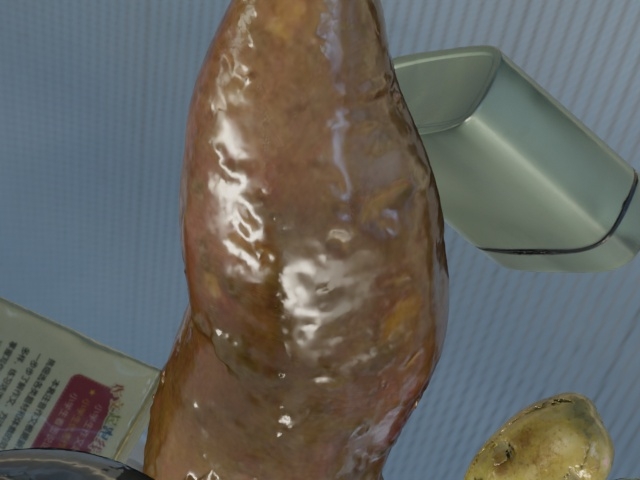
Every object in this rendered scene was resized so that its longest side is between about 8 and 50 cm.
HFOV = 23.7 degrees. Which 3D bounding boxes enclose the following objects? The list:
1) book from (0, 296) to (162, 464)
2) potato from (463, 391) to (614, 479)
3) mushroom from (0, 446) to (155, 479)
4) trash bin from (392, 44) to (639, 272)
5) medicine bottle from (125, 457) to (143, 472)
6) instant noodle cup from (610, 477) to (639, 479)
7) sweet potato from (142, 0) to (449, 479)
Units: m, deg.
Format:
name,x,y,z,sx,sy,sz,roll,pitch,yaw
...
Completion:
name,x,y,z,sx,sy,sz,roll,pitch,yaw
book,-0.219,0.095,0.825,0.232,0.162,0.022,23,161,12
potato,0.191,0.213,1.382,0.107,0.170,0.080,55,-167,25
mushroom,-0.082,0.142,0.545,0.188,0.117,0.141,49,150,44
trash bin,0.094,-0.040,0.797,0.130,0.059,0.116,38,159,-29
medicine bottle,-0.182,0.352,1.406,0.157,0.157,0.289,6,125,41
instant noodle cup,0.243,0.190,0.866,0.168,0.168,0.185,43,144,-3
sweet potato,-0.002,0.001,0.672,0.131,0.131,0.337,26,124,22
